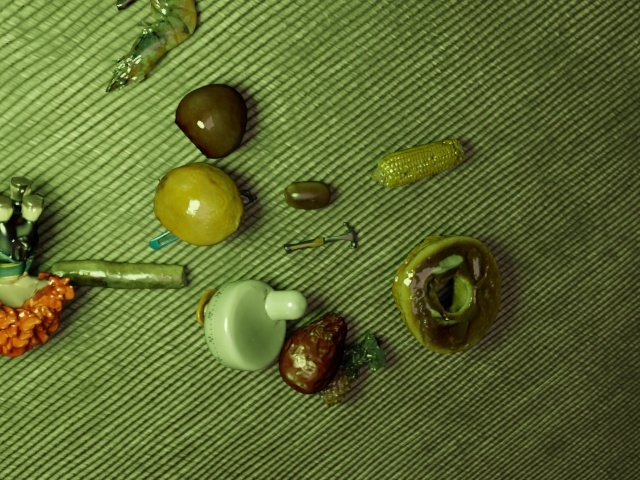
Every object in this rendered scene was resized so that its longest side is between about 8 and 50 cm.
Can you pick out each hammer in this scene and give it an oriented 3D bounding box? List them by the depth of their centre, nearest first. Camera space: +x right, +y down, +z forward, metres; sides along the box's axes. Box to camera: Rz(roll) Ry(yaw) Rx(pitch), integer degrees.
[{"bbox_3d":[0.000,0.000,1.452,0.200,0.021,0.078,-10,106,-11],"label":"hammer"}]

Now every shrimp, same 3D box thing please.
[{"bbox_3d":[-0.418,-0.475,1.223,0.296,0.058,0.169,-45,102,-3],"label":"shrimp"}]

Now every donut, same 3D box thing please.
[{"bbox_3d":[0.344,0.142,1.508,0.329,0.160,0.330,-3,97,-22],"label":"donut"}]

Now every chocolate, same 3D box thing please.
[{"bbox_3d":[-0.244,-0.284,1.255,0.176,0.177,0.177,-3,104,-12],"label":"chocolate"}]

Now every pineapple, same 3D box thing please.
[{"bbox_3d":[0.085,0.358,1.523,0.237,0.111,0.119,-42,137,-6],"label":"pineapple"}]

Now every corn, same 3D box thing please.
[{"bbox_3d":[0.257,-0.205,1.421,0.261,0.097,0.097,-18,107,-9],"label":"corn"}]

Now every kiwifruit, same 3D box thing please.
[{"bbox_3d":[-0.032,-0.117,1.390,0.124,0.075,0.075,-1,104,-17],"label":"kiwifruit"}]

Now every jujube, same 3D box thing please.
[{"bbox_3d":[-0.010,0.294,1.436,0.168,0.168,0.236,51,58,-19],"label":"jujube"}]

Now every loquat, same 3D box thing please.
[{"bbox_3d":[-0.291,-0.087,1.274,0.234,0.176,0.187,30,64,7],"label":"loquat"}]

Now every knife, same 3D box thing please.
[{"bbox_3d":[-0.299,-0.052,1.368,0.296,0.026,0.044,-30,120,-5],"label":"knife"}]

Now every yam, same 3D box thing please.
[{"bbox_3d":[-0.495,0.085,1.335,0.317,0.067,0.071,2,73,-12],"label":"yam"}]

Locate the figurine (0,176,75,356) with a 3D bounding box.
[{"bbox_3d":[-0.696,0.060,1.182,0.306,0.241,0.412,-1,99,28],"label":"figurine"}]

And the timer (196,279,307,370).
[{"bbox_3d":[-0.167,0.210,1.352,0.240,0.233,0.234,-8,112,35],"label":"timer"}]
